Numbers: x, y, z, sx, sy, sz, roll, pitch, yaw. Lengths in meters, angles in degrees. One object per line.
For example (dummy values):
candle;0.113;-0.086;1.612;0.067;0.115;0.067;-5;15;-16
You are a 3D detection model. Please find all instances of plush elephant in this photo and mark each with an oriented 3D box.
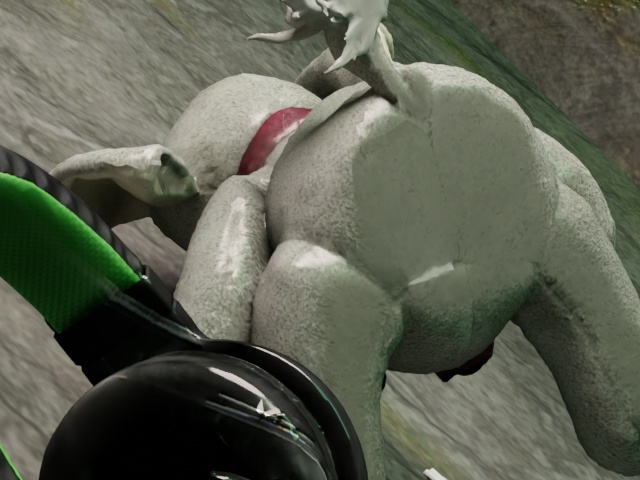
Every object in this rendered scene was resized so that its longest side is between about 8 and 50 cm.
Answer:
plush elephant;0.000;0.000;1.011;0.255;0.271;0.330;-5;-75;65

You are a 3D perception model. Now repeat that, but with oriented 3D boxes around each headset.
headset;-0.025;0.118;0.714;0.394;0.185;0.243;54;14;-17

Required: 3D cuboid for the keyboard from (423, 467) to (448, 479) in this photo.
keyboard;0.135;0.180;0.754;0.256;0.014;0.072;39;-5;37
